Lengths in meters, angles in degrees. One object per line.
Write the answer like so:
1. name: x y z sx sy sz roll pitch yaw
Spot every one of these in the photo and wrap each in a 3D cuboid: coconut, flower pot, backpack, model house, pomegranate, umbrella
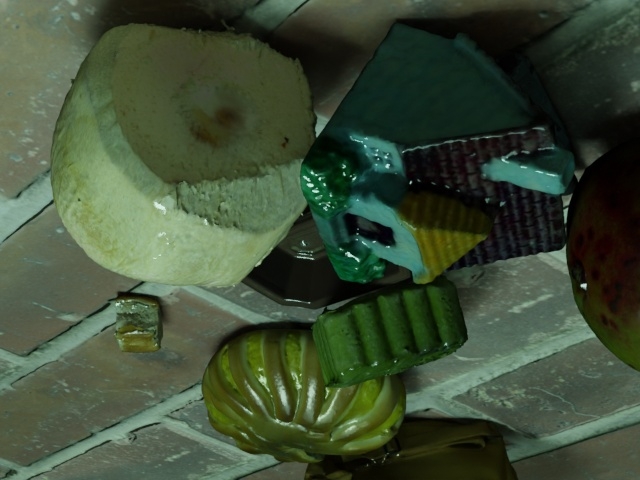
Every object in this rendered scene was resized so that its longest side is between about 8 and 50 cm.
1. coconut: -0.159 -0.087 1.639 0.297 0.297 0.254 18 147 -14
2. flower pot: 0.000 0.000 1.941 0.251 0.084 0.179 -21 138 41
3. backpack: 0.155 0.443 2.426 0.378 0.353 0.201 9 126 8
4. model house: 0.155 -0.051 1.598 0.248 0.230 0.280 24 159 25
5. pomegranate: 0.433 0.011 1.671 0.323 0.291 0.291 -11 162 -30
6. umbrella: 0.251 -0.126 1.674 0.052 0.053 0.250 -3 147 25

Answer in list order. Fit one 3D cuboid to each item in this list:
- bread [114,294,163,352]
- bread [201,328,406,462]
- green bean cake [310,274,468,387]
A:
1. bread: -0.281 0.127 2.261 0.070 0.077 0.083 -2 150 -2
2. bread: -0.036 0.257 2.322 0.333 0.160 0.333 8 149 5
3. green bean cake: 0.095 0.127 2.010 0.200 0.113 0.214 -16 172 -9
